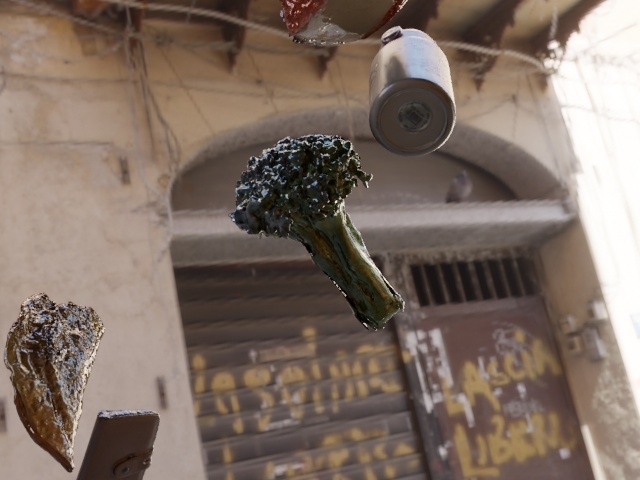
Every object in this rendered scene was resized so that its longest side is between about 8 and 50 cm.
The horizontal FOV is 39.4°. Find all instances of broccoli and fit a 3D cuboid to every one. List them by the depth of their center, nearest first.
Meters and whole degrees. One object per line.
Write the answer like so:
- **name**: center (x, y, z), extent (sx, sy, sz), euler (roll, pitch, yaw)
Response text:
- **broccoli**: center (-0.016, -0.002, 1.192), extent (0.199, 0.274, 0.177), euler (-5, 26, 40)

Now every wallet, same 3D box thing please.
- **wallet**: center (-0.314, 0.334, 1.395), extent (0.118, 0.152, 0.039), euler (5, 19, -43)

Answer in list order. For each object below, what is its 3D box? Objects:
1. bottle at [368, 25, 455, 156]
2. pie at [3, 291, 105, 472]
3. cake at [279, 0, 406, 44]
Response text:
- **bottle**: center (0.119, -0.210, 1.191), extent (0.110, 0.233, 0.110), euler (2, -56, 3)
- **pie**: center (-0.209, 0.094, 0.701), extent (0.034, 0.170, 0.092), euler (-31, -62, 16)
- **cake**: center (0.011, -0.399, 1.118), extent (0.160, 0.262, 0.158), euler (-25, -7, 43)
